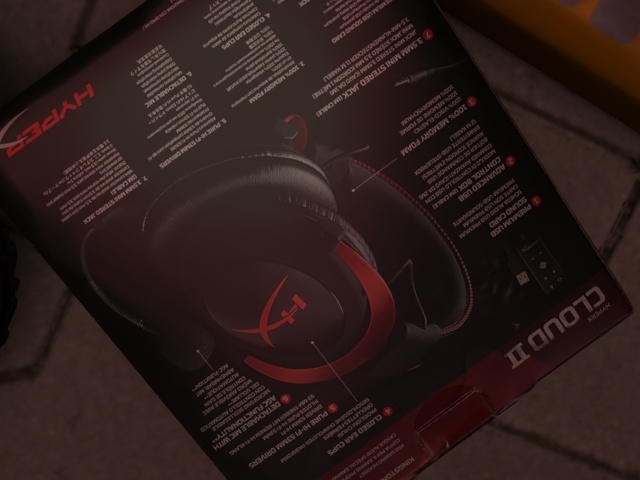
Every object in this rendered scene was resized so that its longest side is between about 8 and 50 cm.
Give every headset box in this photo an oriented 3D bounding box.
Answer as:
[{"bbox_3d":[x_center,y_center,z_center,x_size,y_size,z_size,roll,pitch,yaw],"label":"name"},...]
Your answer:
[{"bbox_3d":[0.000,0.000,0.479,0.218,0.110,0.293,-37,103,0],"label":"headset box"}]

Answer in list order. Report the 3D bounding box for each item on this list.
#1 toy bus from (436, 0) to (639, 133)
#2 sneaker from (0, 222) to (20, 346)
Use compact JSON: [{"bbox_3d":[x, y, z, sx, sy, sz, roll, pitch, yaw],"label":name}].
[{"bbox_3d":[0.145,-0.153,0.475,0.333,0.108,0.130,28,97,-13],"label":"toy bus"},{"bbox_3d":[-0.229,0.080,0.435,0.108,0.100,0.271,32,118,-3],"label":"sneaker"}]
